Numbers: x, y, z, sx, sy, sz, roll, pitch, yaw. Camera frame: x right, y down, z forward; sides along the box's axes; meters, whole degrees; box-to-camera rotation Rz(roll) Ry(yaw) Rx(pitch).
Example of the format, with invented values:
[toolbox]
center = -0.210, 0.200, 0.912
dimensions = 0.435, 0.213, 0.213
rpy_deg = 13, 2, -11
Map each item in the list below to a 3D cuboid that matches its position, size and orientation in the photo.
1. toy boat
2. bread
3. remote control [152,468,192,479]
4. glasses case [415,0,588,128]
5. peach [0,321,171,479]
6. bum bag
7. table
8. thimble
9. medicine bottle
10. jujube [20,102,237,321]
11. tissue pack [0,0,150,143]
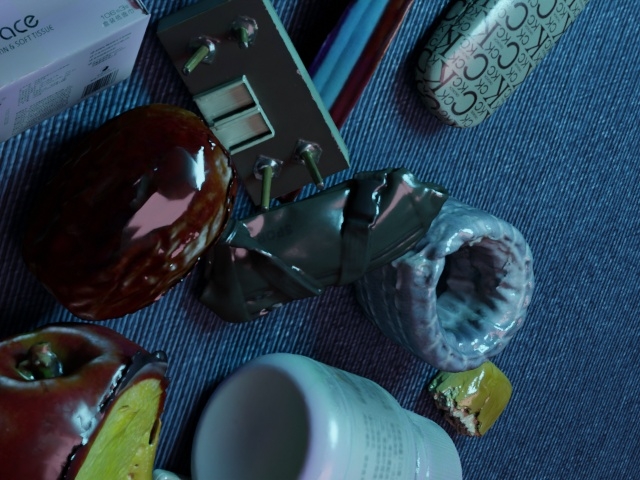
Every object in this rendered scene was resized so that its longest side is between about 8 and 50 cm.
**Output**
[toy boat]
center = 0.029, -0.219, 1.645
dimensions = 0.079, 0.136, 0.392
rpy_deg = 28, 102, -20
[bread]
center = 0.220, 0.222, 2.036
dimensions = 0.106, 0.082, 0.125
rpy_deg = -44, 129, -6
[remote control]
center = -0.149, 0.356, 1.819
dimensions = 0.230, 0.049, 0.090
rpy_deg = 28, 93, -44
[glasses case]
center = 0.253, -0.298, 1.807
dimensions = 0.354, 0.085, 0.137
rpy_deg = -50, 132, -9
[peach]
center = -0.308, 0.236, 1.536
dimensions = 0.257, 0.201, 0.361
rpy_deg = -50, 159, -43
[bum bag]
center = 0.000, 0.000, 1.676
dimensions = 0.326, 0.079, 0.142
rpy_deg = -23, 128, -2
[table]
center = -0.071, -0.144, 1.540
dimensions = 0.122, 0.111, 0.240
rpy_deg = -22, 120, 12
[thimble]
center = 0.149, 0.047, 1.836
dimensions = 0.205, 0.172, 0.236
rpy_deg = -57, 136, -6
[medicine bottle]
center = 0.015, 0.287, 1.788
dimensions = 0.302, 0.241, 0.241
rpy_deg = 25, 94, -44
[jujube]
center = -0.202, -0.034, 1.498
dimensions = 0.243, 0.183, 0.183
rpy_deg = -43, 132, -2
[tissue pack]
center = -0.295, -0.171, 1.361
dimensions = 0.246, 0.092, 0.148
rpy_deg = -31, 172, -24
